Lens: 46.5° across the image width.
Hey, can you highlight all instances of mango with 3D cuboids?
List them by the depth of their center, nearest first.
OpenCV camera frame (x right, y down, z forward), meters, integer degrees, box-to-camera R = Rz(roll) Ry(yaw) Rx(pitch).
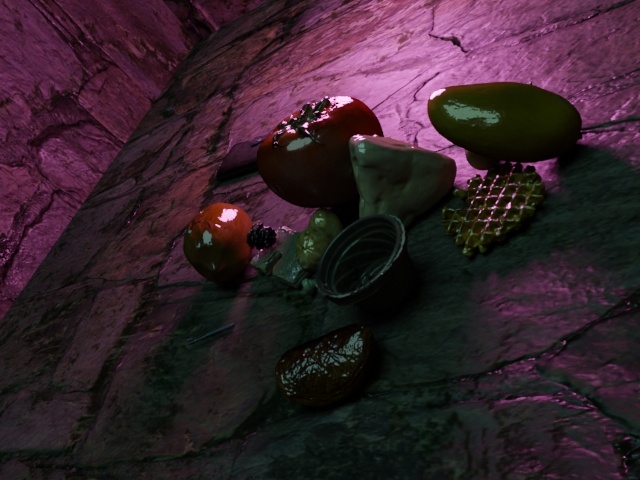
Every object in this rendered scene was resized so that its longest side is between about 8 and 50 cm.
[{"bbox_3d":[0.393,-0.254,1.602,0.331,0.142,0.195,4,46,10],"label":"mango"}]

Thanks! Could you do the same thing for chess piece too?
[{"bbox_3d":[0.004,0.095,1.805,0.093,0.042,0.042,-27,32,14],"label":"chess piece"}]

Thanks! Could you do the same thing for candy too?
[{"bbox_3d":[0.438,-0.284,1.768,0.092,0.093,0.335,24,55,21],"label":"candy"}]

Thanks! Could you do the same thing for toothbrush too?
[{"bbox_3d":[-0.293,0.246,1.977,0.167,0.014,0.011,-23,26,29],"label":"toothbrush"}]

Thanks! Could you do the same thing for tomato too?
[{"bbox_3d":[0.013,-0.217,1.951,0.341,0.273,0.341,-26,23,12],"label":"tomato"}]

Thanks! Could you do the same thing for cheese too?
[{"bbox_3d":[0.198,-0.131,1.779,0.247,0.251,0.173,-4,17,-6],"label":"cheese"}]

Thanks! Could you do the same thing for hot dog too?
[{"bbox_3d":[0.018,0.249,1.522,0.227,0.099,0.160,-26,33,23],"label":"hot dog"}]

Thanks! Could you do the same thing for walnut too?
[{"bbox_3d":[-0.289,0.006,2.107,0.203,0.203,0.298,-34,23,14],"label":"walnut"}]

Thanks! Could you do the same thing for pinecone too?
[{"bbox_3d":[-0.159,-0.008,2.008,0.083,0.077,0.077,18,59,22],"label":"pinecone"}]

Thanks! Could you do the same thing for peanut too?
[{"bbox_3d":[0.000,0.000,1.851,0.098,0.103,0.229,-2,28,17],"label":"peanut"}]

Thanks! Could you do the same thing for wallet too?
[{"bbox_3d":[-0.226,-0.303,2.590,0.318,0.045,0.172,-9,44,42],"label":"wallet"}]

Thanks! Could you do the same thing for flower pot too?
[{"bbox_3d":[0.116,0.067,1.606,0.235,0.140,0.235,-31,31,22],"label":"flower pot"}]

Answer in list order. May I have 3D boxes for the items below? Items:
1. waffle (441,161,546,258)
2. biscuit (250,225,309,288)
[{"bbox_3d":[0.368,-0.076,1.588,0.231,0.051,0.229,-32,31,14],"label":"waffle"},{"bbox_3d":[-0.087,0.041,1.972,0.147,0.046,0.250,-48,30,-12],"label":"biscuit"}]
